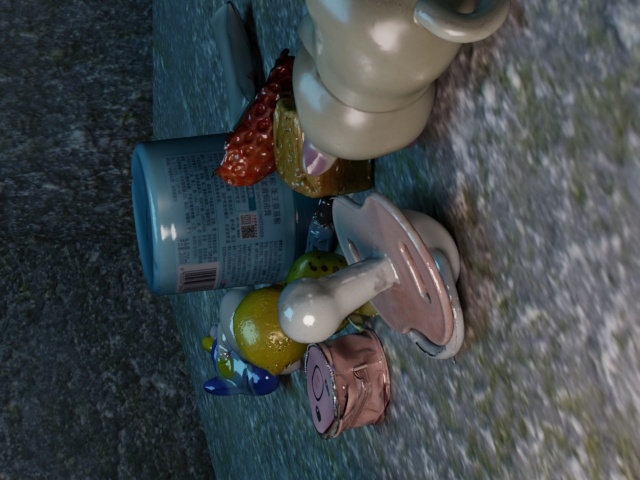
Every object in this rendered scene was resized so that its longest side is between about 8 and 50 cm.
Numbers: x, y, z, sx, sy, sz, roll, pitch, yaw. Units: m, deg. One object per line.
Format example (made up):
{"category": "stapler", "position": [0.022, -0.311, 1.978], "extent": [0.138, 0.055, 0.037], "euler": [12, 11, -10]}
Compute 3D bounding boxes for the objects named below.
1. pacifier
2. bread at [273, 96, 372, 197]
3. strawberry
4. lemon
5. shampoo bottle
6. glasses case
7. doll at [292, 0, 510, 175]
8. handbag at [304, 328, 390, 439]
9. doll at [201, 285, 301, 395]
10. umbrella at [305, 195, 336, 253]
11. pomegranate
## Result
{"category": "pacifier", "position": [0.079, 0.049, 1.378], "extent": [0.332, 0.273, 0.220], "euler": [-176, 96, -72]}
{"category": "bread", "position": [0.004, -0.167, 1.652], "extent": [0.149, 0.143, 0.158], "euler": [-134, 36, -63]}
{"category": "strawberry", "position": [-0.075, -0.213, 1.800], "extent": [0.253, 0.150, 0.280], "euler": [-57, 7, 18]}
{"category": "lemon", "position": [-0.103, 0.192, 2.089], "extent": [0.173, 0.173, 0.206], "euler": [113, 148, -59]}
{"category": "shampoo bottle", "position": [-0.207, -0.061, 2.040], "extent": [0.331, 0.342, 0.331], "euler": [172, 90, -73]}
{"category": "glasses case", "position": [-0.189, -0.419, 2.288], "extent": [0.128, 0.083, 0.308], "euler": [134, 127, -61]}
{"category": "doll", "position": [0.074, -0.256, 1.264], "extent": [0.226, 0.215, 0.370], "euler": [61, 156, 14]}
{"category": "handbag", "position": [0.044, 0.257, 1.731], "extent": [0.205, 0.116, 0.179], "euler": [108, 149, -52]}
{"category": "doll", "position": [-0.179, 0.258, 2.407], "extent": [0.376, 0.187, 0.366], "euler": [-97, 23, -44]}
{"category": "umbrella", "position": [0.000, 0.002, 1.880], "extent": [0.250, 0.052, 0.053], "euler": [103, 155, -50]}
{"category": "pomegranate", "position": [0.027, 0.103, 1.726], "extent": [0.220, 0.156, 0.156], "euler": [17, 118, 37]}
